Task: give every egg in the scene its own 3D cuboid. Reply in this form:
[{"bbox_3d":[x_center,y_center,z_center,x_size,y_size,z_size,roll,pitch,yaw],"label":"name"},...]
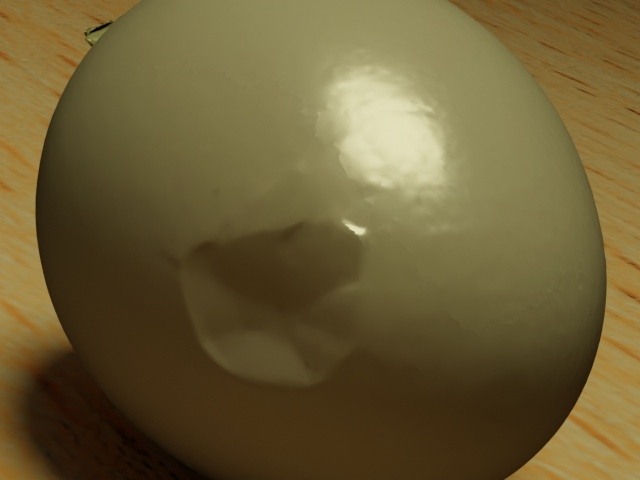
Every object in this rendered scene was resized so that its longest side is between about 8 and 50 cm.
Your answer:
[{"bbox_3d":[0.000,0.000,0.644,0.176,0.176,0.232,4,24,-25],"label":"egg"}]

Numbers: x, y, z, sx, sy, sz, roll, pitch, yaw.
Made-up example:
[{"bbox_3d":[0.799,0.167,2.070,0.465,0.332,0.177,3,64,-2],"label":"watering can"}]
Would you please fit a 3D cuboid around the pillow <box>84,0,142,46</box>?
[{"bbox_3d":[-0.051,-0.094,1.079,0.134,0.078,0.181,15,18,9],"label":"pillow"}]
